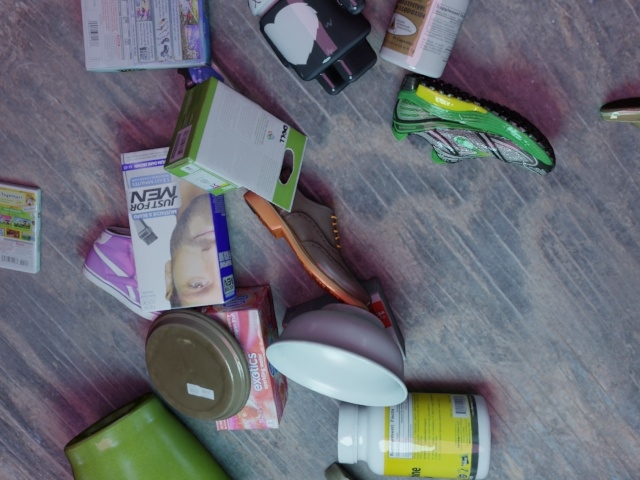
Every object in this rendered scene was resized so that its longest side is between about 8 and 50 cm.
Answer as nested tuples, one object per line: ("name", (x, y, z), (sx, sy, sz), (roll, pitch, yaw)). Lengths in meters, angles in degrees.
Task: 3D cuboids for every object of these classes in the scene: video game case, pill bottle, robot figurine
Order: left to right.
("video game case", (-0.762, -0.040, 1.541), (0.227, 0.026, 0.206), (10, 109, 3))
("video game case", (-0.345, -0.475, 1.311), (0.244, 0.061, 0.270), (-1, 97, 7))
("robot figurine", (-0.017, -0.417, 1.263), (0.209, 0.173, 0.278), (-35, 102, 16))
("pill bottle", (0.210, 0.444, 1.524), (0.333, 0.188, 0.188), (1, 109, 6))
("pill bottle", (0.209, -0.437, 1.257), (0.131, 0.131, 0.229), (19, 109, -1))

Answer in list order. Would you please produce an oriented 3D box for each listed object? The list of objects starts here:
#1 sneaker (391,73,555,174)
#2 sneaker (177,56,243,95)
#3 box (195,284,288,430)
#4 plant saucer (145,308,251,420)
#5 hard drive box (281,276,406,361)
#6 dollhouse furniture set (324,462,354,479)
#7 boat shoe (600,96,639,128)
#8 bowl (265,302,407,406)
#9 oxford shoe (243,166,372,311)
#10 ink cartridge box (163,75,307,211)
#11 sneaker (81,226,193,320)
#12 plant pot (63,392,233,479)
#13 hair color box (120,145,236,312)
("sneaker", (0.307, -0.211, 1.339), (0.343, 0.134, 0.146), (24, 116, 7))
("sneaker", (-0.231, -0.320, 1.376), (0.084, 0.058, 0.152), (-40, 96, 10))
("box", (-0.177, 0.269, 1.526), (0.154, 0.142, 0.300), (-4, 108, 9))
("plant saucer", (-0.279, 0.281, 1.454), (0.277, 0.041, 0.278), (10, 114, 23))
("hard drive box", (0.055, 0.212, 1.513), (0.232, 0.089, 0.181), (-22, 105, 11))
("dollhouse furniture set", (0.022, 0.701, 1.623), (0.161, 0.212, 0.242), (46, 80, -11))
("boat shoe", (0.652, -0.243, 1.317), (0.190, 0.068, 0.072), (-3, 120, 6))
("bowl", (0.048, 0.220, 1.367), (0.297, 0.134, 0.298), (15, 152, 8))
("oxford shoe", (0.000, 0.000, 1.402), (0.132, 0.130, 0.364), (-41, 87, -7))
("ink cartridge box", (-0.164, -0.179, 1.346), (0.255, 0.189, 0.097), (28, 154, -36))
("sneaker", (-0.390, 0.074, 1.505), (0.282, 0.102, 0.161), (32, 106, -5))
("plant pot", (-0.412, 0.569, 1.569), (0.366, 0.366, 0.353), (-29, 91, 14))
("hair color box", (-0.299, -0.028, 1.412), (0.185, 0.110, 0.339), (-7, 93, 8))
